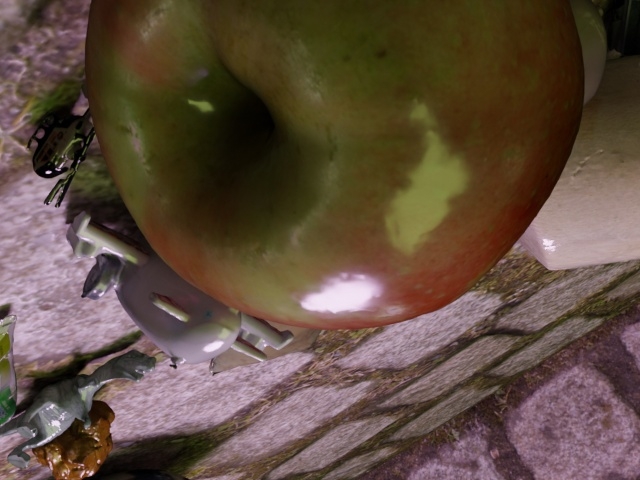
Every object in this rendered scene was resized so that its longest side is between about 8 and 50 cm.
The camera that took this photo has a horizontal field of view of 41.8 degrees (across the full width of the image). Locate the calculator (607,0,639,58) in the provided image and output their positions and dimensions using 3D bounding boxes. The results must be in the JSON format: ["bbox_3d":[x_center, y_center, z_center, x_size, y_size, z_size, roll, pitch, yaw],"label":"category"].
[{"bbox_3d":[0.451,-0.219,0.899,0.274,0.028,0.166,13,166,18],"label":"calculator"}]

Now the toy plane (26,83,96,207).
[{"bbox_3d":[-0.194,-0.085,0.668,0.121,0.049,0.031,-52,151,11],"label":"toy plane"}]

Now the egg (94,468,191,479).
[{"bbox_3d":[-0.350,0.593,1.510,0.428,0.345,0.345,2,142,-44],"label":"egg"}]

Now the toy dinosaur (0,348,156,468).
[{"bbox_3d":[-0.387,0.249,1.084,0.383,0.076,0.129,-26,-170,8],"label":"toy dinosaur"}]

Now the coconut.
[{"bbox_3d":[0.302,-0.086,0.965,0.266,0.237,0.237,-10,166,28],"label":"coconut"}]

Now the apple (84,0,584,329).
[{"bbox_3d":[0.014,-0.101,0.542,0.277,0.319,0.319,-28,163,-46],"label":"apple"}]

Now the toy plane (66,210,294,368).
[{"bbox_3d":[-0.133,0.048,0.815,0.118,0.252,0.252,-58,155,-4],"label":"toy plane"}]

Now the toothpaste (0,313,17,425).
[{"bbox_3d":[-0.383,0.160,0.970,0.078,0.047,0.248,-20,153,-27],"label":"toothpaste"}]

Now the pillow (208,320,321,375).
[{"bbox_3d":[-0.040,0.079,1.125,0.185,0.075,0.302,-14,150,-29],"label":"pillow"}]

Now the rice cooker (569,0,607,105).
[{"bbox_3d":[0.192,-0.168,0.797,0.127,0.145,0.206,-38,159,-1],"label":"rice cooker"}]

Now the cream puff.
[{"bbox_3d":[-0.344,0.272,1.168,0.122,0.116,0.094,-18,120,-6],"label":"cream puff"}]
